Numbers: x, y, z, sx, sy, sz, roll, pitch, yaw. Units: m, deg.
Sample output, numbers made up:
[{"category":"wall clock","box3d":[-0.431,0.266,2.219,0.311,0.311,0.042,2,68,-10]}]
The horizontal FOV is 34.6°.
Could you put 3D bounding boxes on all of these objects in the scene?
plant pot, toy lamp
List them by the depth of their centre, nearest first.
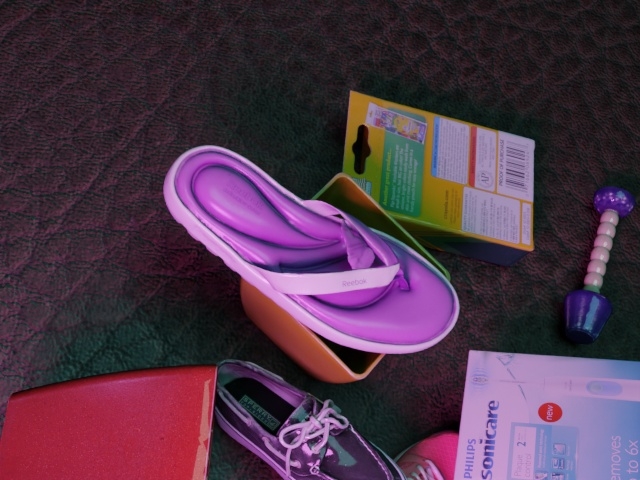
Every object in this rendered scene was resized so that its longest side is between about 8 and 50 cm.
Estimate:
[{"category":"plant pot","box3d":[-0.252,0.297,1.214,0.236,0.267,0.267,6,66,-4]},{"category":"plant pot","box3d":[0.011,0.074,1.429,0.212,0.187,0.212,44,62,2]},{"category":"toy lamp","box3d":[0.451,0.041,1.667,0.080,0.080,0.274,28,62,-7]}]

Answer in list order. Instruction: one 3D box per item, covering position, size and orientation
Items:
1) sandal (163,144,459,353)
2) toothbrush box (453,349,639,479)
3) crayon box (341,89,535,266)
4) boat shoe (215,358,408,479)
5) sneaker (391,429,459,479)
[{"category":"sandal","box3d":[-0.005,0.013,1.283,0.416,0.102,0.169,27,62,-8]},{"category":"toothbrush box","box3d":[0.332,0.271,1.350,0.296,0.126,0.216,3,48,15]},{"category":"crayon box","box3d":[0.175,-0.095,1.621,0.323,0.083,0.203,14,64,-15]},{"category":"boat shoe","box3d":[-0.016,0.248,1.323,0.306,0.105,0.113,34,59,27]},{"category":"sneaker","box3d":[0.114,0.361,1.374,0.314,0.136,0.116,-32,83,-28]}]
